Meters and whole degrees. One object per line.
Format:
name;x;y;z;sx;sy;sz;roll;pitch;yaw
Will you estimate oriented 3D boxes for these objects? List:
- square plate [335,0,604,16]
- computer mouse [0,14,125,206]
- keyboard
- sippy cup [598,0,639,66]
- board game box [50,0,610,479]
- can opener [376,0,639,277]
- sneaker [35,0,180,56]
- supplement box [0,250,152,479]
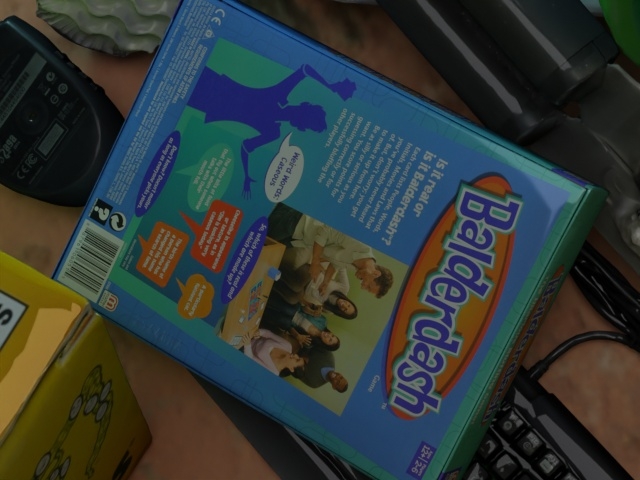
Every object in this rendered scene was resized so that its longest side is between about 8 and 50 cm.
square plate;0.180;-0.263;0.876;0.344;0.049;0.347;7;77;7
computer mouse;-0.183;-0.101;0.889;0.242;0.041;0.071;43;101;19
keyboard;0.084;0.075;0.815;0.201;0.033;0.317;-42;77;-5
sippy cup;0.196;-0.218;0.733;0.240;0.305;0.224;-31;61;27
board game box;0.000;0.000;0.789;0.210;0.047;0.160;30;99;18
can opener;0.110;-0.089;0.800;0.283;0.076;0.095;50;49;4
sneaker;-0.050;-0.231;0.867;0.102;0.146;0.293;25;110;-13
supplement box;-0.281;0.057;0.765;0.356;0.195;0.194;28;72;12
